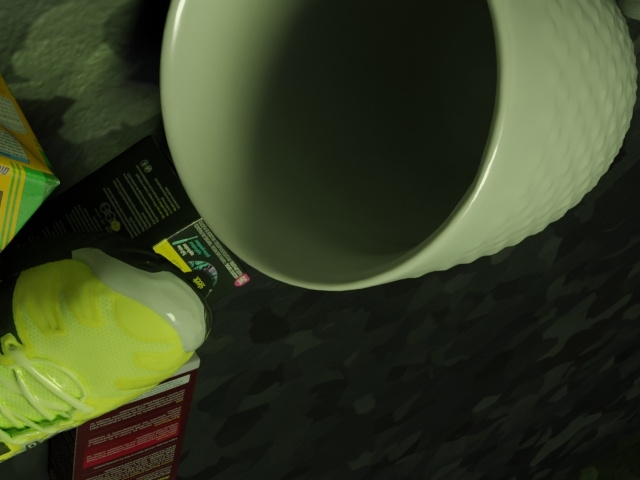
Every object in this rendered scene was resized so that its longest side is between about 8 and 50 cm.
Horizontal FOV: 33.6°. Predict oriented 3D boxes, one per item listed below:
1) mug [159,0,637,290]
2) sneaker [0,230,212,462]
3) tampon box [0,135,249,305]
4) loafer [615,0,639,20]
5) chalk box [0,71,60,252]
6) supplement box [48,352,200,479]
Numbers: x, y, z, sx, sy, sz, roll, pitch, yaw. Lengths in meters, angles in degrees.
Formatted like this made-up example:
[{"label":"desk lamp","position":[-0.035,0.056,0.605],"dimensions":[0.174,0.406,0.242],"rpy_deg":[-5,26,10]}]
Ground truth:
[{"label":"mug","position":[0.054,-0.106,0.830],"dimensions":[0.374,0.276,0.328],"rpy_deg":[-20,174,36]},{"label":"sneaker","position":[-0.232,0.112,0.762],"dimensions":[0.385,0.147,0.145],"rpy_deg":[-23,124,33]},{"label":"tampon box","position":[-0.166,0.018,0.899],"dimensions":[0.161,0.101,0.120],"rpy_deg":[-34,148,-2]},{"label":"loafer","position":[0.264,-0.288,0.786],"dimensions":[0.109,0.302,0.095],"rpy_deg":[-6,135,28]},{"label":"chalk box","position":[-0.299,-0.021,0.685],"dimensions":[0.213,0.132,0.132],"rpy_deg":[-47,147,18]},{"label":"supplement box","position":[-0.211,0.189,1.117],"dimensions":[0.130,0.073,0.239],"rpy_deg":[-16,143,-29]}]
